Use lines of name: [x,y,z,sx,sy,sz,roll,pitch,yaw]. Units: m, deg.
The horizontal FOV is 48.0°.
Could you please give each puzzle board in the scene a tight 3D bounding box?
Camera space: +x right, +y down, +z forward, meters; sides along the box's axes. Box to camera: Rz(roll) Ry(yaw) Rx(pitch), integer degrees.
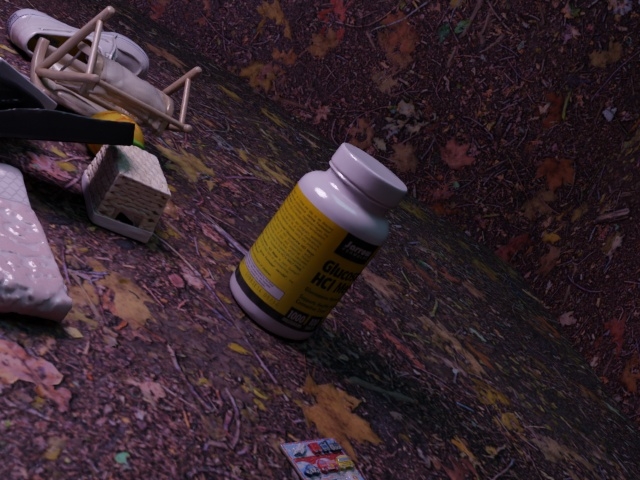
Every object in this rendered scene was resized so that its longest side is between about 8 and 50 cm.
puzzle board: [0.010,0.315,1.000,0.128,0.011,0.096,14,27,-53]

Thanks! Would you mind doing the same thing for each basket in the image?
basket: [-0.338,-0.093,1.255,0.113,0.103,0.167,24,21,-34]

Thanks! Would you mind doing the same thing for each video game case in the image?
video game case: [-0.589,-0.324,1.182,0.285,0.025,0.204,34,-6,7]

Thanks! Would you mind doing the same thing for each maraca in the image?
maraca: [-0.418,-0.206,1.435,0.127,0.099,0.186,31,-10,-32]

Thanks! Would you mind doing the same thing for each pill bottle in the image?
pill bottle: [0.000,0.000,1.284,0.188,0.334,0.188,33,16,-11]

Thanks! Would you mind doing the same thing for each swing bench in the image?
swing bench: [-0.432,-0.322,1.503,0.255,0.165,0.253,-7,-22,38]

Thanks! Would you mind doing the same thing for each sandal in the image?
sandal: [-0.494,-0.208,1.070,0.446,0.107,0.168,-1,8,-44]

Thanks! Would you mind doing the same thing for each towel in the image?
towel: [-0.491,-0.039,0.875,0.332,0.053,0.317,20,23,-44]

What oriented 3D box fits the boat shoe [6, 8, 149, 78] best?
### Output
boat shoe: [-0.556,-0.445,1.743,0.367,0.135,0.156,12,29,-50]
